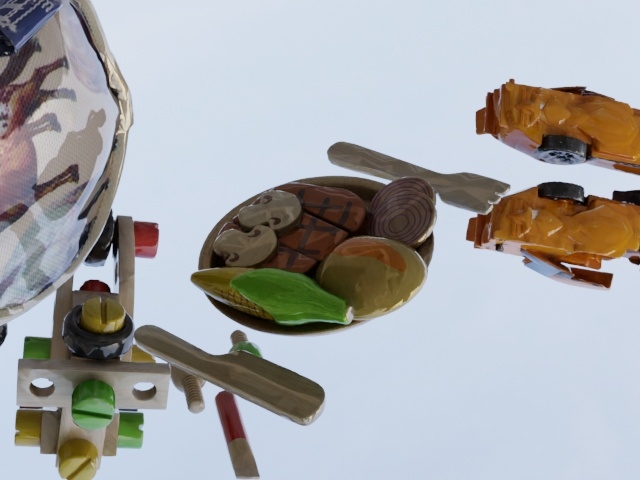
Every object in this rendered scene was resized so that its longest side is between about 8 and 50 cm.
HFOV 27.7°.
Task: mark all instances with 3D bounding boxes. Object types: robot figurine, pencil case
[{"bbox_3d":[0.277,-0.042,1.149,0.291,0.211,0.085,11,167,-18],"label":"robot figurine"},{"bbox_3d":[-0.302,-0.083,0.588,0.410,0.160,0.183,14,-163,10],"label":"pencil case"}]

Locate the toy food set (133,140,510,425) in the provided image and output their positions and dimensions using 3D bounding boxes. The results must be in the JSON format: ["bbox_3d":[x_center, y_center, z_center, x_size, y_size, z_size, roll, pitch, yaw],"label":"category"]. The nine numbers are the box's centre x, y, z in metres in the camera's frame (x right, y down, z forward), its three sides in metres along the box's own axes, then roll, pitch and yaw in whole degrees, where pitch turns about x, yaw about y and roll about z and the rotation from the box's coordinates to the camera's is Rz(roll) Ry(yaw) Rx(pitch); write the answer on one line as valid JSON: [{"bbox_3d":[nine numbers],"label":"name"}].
[{"bbox_3d":[0.000,0.000,0.664,0.132,0.038,0.192,18,-132,31],"label":"toy food set"}]

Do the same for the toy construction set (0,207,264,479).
[{"bbox_3d":[-0.175,0.140,1.162,0.257,0.309,0.237,-55,-153,15],"label":"toy construction set"}]
